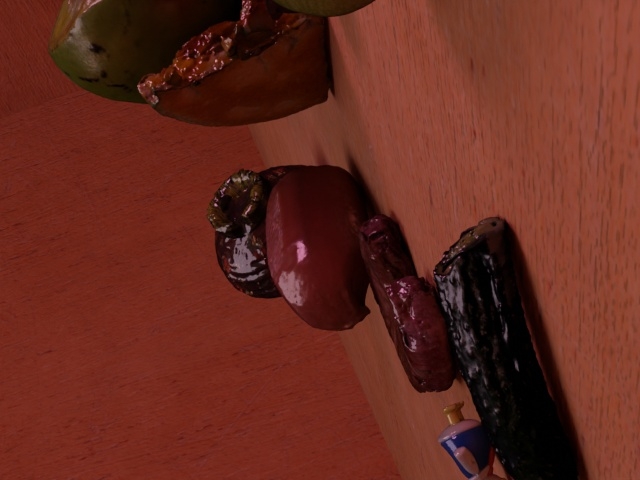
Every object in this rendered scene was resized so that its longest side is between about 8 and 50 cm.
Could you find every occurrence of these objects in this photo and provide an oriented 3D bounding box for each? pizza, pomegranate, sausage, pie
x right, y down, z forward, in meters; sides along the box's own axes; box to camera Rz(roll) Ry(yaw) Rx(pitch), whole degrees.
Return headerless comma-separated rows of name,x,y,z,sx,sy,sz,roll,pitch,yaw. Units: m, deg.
pizza,-0.075,-0.220,1.278,0.229,0.289,0.081,-42,65,44
pomegranate,-0.206,-0.322,1.398,0.310,0.216,0.358,-69,18,3
sausage,0.000,0.000,1.433,0.254,0.148,0.148,-94,-9,-46
pie,0.100,0.080,1.285,0.219,0.054,0.204,-118,9,-59

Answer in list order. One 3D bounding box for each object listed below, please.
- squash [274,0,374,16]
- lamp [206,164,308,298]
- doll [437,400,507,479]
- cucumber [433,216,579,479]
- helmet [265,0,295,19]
squash,0.001,-0.219,0.654,0.247,0.132,0.133,74,174,-67
lamp,-0.076,-0.019,1.829,0.247,0.247,0.247,159,90,-86
doll,0.171,0.246,1.192,0.143,0.057,0.099,67,-163,15
cucumber,0.141,0.104,0.827,0.067,0.067,0.245,-127,18,-74
helmet,-0.015,-0.262,1.077,0.111,0.057,0.089,65,-142,-73
